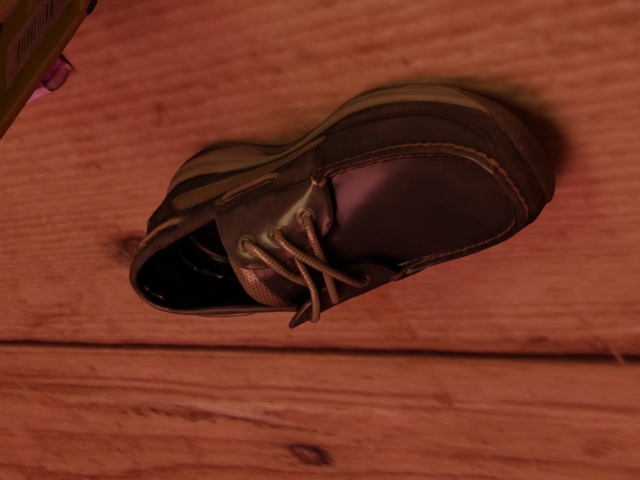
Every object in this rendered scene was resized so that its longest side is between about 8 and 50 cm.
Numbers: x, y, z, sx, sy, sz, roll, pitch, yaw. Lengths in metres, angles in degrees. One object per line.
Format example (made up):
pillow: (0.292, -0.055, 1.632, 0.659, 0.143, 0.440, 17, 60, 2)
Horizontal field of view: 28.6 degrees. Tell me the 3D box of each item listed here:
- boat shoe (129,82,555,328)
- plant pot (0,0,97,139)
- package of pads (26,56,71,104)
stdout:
boat shoe: (0.000, 0.000, 0.837, 0.355, 0.130, 0.132, -13, 125, 50)
plant pot: (-0.255, -0.176, 0.750, 0.207, 0.228, 0.227, 27, 150, -2)
package of pads: (-0.233, -0.129, 0.966, 0.083, 0.032, 0.050, -13, 128, 49)
